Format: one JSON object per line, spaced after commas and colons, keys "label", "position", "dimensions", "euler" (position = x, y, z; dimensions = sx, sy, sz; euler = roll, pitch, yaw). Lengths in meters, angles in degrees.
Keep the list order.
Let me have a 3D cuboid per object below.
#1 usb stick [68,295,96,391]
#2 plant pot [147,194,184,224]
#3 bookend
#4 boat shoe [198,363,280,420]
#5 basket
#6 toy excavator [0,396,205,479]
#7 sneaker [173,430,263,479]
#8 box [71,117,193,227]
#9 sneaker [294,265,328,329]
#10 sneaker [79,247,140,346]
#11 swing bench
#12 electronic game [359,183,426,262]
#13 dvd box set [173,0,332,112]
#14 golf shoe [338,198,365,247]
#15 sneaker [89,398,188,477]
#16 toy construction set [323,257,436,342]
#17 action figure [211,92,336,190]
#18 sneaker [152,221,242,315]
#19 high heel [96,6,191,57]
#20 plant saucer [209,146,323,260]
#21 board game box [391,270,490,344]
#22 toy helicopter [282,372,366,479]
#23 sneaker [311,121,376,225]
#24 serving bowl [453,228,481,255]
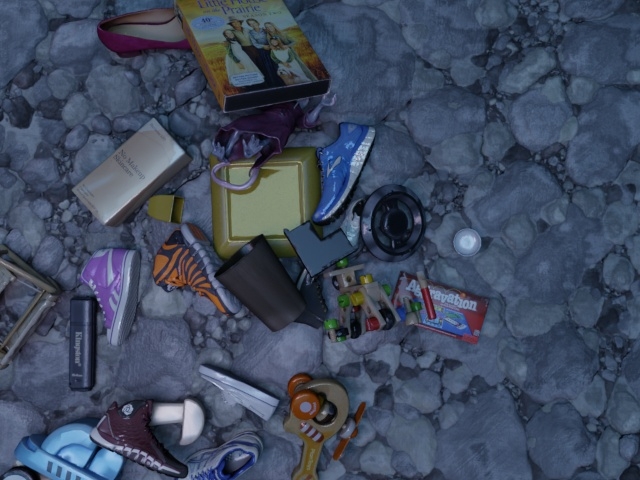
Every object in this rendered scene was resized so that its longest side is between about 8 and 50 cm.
{"label": "usb stick", "position": [-0.699, 0.302, 1.755], "dimensions": [0.077, 0.045, 0.278], "euler": [1, 89, -2]}
{"label": "plant pot", "position": [-0.458, -0.095, 1.754], "dimensions": [0.083, 0.081, 0.081], "euler": [9, 89, 9]}
{"label": "bookend", "position": [0.000, 0.000, 1.685], "dimensions": [0.156, 0.072, 0.157], "euler": [-32, 85, -6]}
{"label": "boat shoe", "position": [-0.248, 0.444, 1.740], "dimensions": [0.258, 0.095, 0.084], "euler": [27, 84, 0]}
{"label": "basket", "position": [-0.154, 0.125, 1.649], "dimensions": [0.154, 0.204, 0.227], "euler": [-30, 105, 33]}
{"label": "toy excavator", "position": [-0.602, 0.584, 1.686], "dimensions": [0.433, 0.222, 0.445], "euler": [28, 80, -2]}
{"label": "sneaker", "position": [-0.305, 0.654, 1.718], "dimensions": [0.296, 0.131, 0.112], "euler": [-33, 92, 0]}
{"label": "box", "position": [-0.538, -0.193, 1.730], "dimensions": [0.311, 0.121, 0.148], "euler": [-43, 90, -2]}
{"label": "sneaker", "position": [-0.016, 0.146, 1.766], "dimensions": [0.118, 0.083, 0.222], "euler": [22, 98, -6]}
{"label": "sneaker", "position": [-0.622, 0.162, 1.740], "dimensions": [0.161, 0.102, 0.282], "euler": [4, 78, 2]}
{"label": "swing bench", "position": [-0.906, 0.183, 1.697], "dimensions": [0.254, 0.165, 0.253], "euler": [37, 88, -6]}
{"label": "electronic game", "position": [0.214, -0.050, 1.751], "dimensions": [0.229, 0.048, 0.229], "euler": [-2, 94, -27]}
{"label": "dvd box set", "position": [-0.191, -0.538, 1.633], "dimensions": [0.307, 0.062, 0.420], "euler": [-15, 61, -22]}
{"label": "golf shoe", "position": [0.091, -0.045, 1.743], "dimensions": [0.069, 0.086, 0.176], "euler": [16, 72, -5]}
{"label": "sneaker", "position": [-0.458, 0.516, 1.606], "dimensions": [0.281, 0.106, 0.162], "euler": [26, 63, -3]}
{"label": "toy construction set", "position": [0.147, 0.142, 1.691], "dimensions": [0.309, 0.257, 0.237], "euler": [-13, 79, -1]}
{"label": "action figure", "position": [-0.118, -0.316, 1.689], "dimensions": [0.248, 0.276, 0.370], "euler": [27, 44, 13]}
{"label": "sneaker", "position": [-0.359, 0.118, 1.717], "dimensions": [0.180, 0.124, 0.321], "euler": [-41, 65, 11]}
{"label": "high heel", "position": [-0.439, -0.619, 1.710], "dimensions": [0.377, 0.181, 0.127], "euler": [-23, 89, -2]}
{"label": "plant saucer", "position": [-0.161, -0.113, 1.761], "dimensions": [0.333, 0.081, 0.333], "euler": [-3, 88, -2]}
{"label": "board game box", "position": [0.354, 0.201, 1.795], "dimensions": [0.281, 0.027, 0.145], "euler": [17, 87, -1]}
{"label": "toy helicopter", "position": [0.000, 0.574, 1.748], "dimensions": [0.235, 0.140, 0.355], "euler": [10, 99, -10]}
{"label": "sneaker", "position": [0.042, -0.198, 1.757], "dimensions": [0.147, 0.130, 0.330], "euler": [22, 81, 7]}
{"label": "serving bowl", "position": [0.438, 0.006, 1.799], "dimensions": [0.083, 0.027, 0.083], "euler": [0, 90, -1]}
